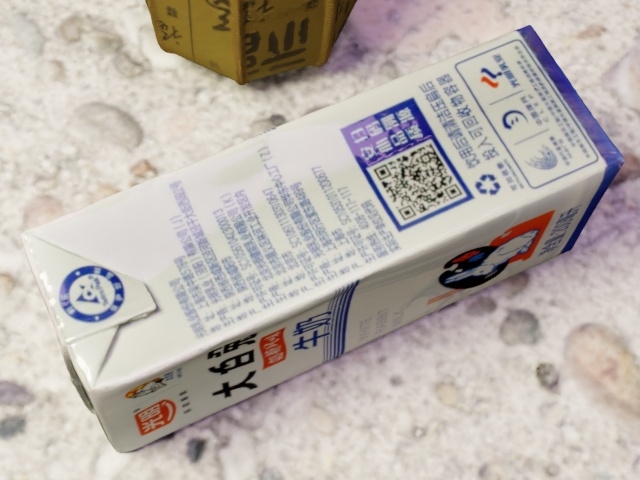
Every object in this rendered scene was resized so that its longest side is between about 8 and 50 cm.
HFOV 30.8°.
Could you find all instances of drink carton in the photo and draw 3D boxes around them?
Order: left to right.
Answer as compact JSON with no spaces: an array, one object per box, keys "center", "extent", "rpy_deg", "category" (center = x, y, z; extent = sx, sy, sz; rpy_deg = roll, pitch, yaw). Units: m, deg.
[{"center":[0.000,0.000,0.663],"extent":[0.315,0.130,0.106],"rpy_deg":[-23,68,-12],"category":"drink carton"}]

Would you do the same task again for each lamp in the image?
[{"center":[-0.045,-0.194,0.718],"extent":[0.161,0.185,0.161],"rpy_deg":[0,65,-1],"category":"lamp"}]
